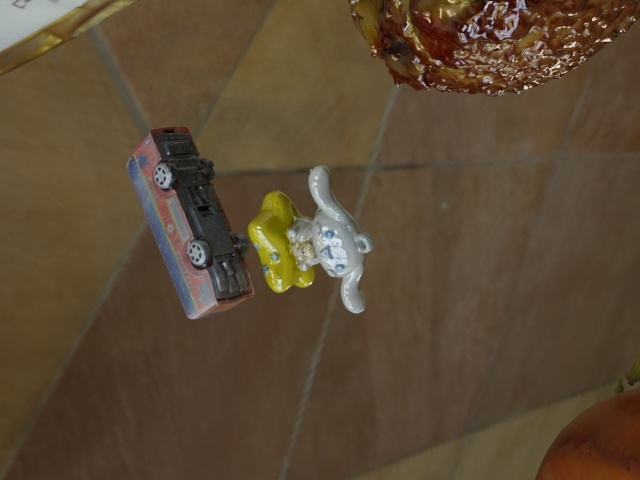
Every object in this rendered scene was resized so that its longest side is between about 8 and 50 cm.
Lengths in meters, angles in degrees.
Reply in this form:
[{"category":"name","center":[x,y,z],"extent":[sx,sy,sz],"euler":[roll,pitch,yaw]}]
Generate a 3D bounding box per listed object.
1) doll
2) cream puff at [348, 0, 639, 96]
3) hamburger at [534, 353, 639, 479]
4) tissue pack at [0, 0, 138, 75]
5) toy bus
[{"category":"doll","center":[0.002,0.007,1.050],"extent":[0.135,0.113,0.071],"euler":[54,42,-7]},{"category":"cream puff","center":[0.176,-0.262,1.041],"extent":[0.228,0.350,0.350],"euler":[42,78,-30]},{"category":"hamburger","center":[0.279,0.169,0.582],"extent":[0.250,0.330,0.330],"euler":[-30,137,-18]},{"category":"tissue pack","center":[-0.195,-0.169,0.549],"extent":[0.226,0.183,0.092],"euler":[26,51,-47]},{"category":"toy bus","center":[-0.133,-0.017,1.191],"extent":[0.065,0.192,0.077],"euler":[-11,162,-49]}]
